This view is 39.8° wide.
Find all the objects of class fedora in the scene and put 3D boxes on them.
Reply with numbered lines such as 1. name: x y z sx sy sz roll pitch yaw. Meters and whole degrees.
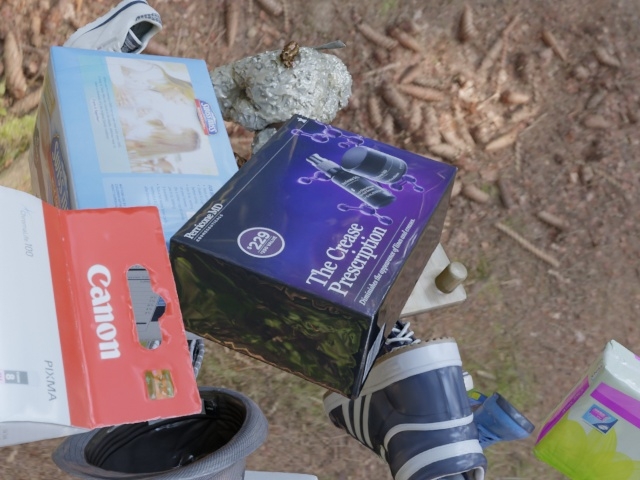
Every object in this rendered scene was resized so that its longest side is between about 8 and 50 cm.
1. fedora: -0.185 0.283 1.087 0.275 0.243 0.124 -35 123 -65

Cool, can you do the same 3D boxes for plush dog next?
1. plush dog: -0.047 -0.189 1.423 0.262 0.210 0.226 -9 92 -15

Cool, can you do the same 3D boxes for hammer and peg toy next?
1. hammer and peg toy: 0.082 -0.030 1.519 0.265 0.127 0.361 -8 62 -32

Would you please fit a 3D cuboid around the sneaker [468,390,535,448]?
1. sneaker: 0.214 0.245 1.150 0.082 0.209 0.069 -44 88 -10

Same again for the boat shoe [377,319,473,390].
1. boat shoe: 0.167 0.231 1.789 0.127 0.340 0.158 -9 89 -34

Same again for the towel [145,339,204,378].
1. towel: -0.301 0.325 1.646 0.121 0.235 0.284 16 35 -6

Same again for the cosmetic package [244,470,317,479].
1. cosmetic package: -0.175 0.632 1.490 0.327 0.394 0.329 3 40 2

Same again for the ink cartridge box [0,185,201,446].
1. ink cartridge box: -0.209 0.043 0.615 0.232 0.066 0.189 -7 61 -20

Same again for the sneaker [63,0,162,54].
1. sneaker: -0.410 -0.371 1.708 0.235 0.090 0.095 -41 55 3

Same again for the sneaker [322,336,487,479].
1. sneaker: 0.085 0.214 0.953 0.099 0.282 0.153 -9 71 -21

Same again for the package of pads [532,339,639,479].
1. package of pads: 0.507 0.324 1.367 0.296 0.229 0.101 32 37 7

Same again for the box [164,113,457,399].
1. box: 0.000 0.000 0.821 0.184 0.103 0.261 18 37 14

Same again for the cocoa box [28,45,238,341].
1. cocoa box: -0.254 -0.064 1.215 0.231 0.228 0.347 -1 52 -27
